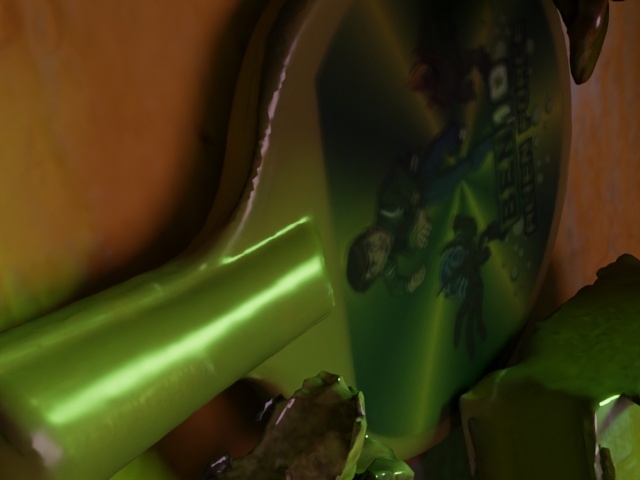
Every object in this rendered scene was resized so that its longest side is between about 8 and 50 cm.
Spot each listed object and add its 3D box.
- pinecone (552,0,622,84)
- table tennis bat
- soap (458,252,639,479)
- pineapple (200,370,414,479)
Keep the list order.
[{"bbox_3d":[0.137,-0.167,0.503,0.201,0.202,0.228,5,65,-13],"label":"pinecone"},{"bbox_3d":[0.000,0.000,0.507,0.321,0.050,0.198,-32,124,-48],"label":"table tennis bat"},{"bbox_3d":[0.138,0.133,0.627,0.135,0.076,0.233,-33,121,-40],"label":"soap"},{"bbox_3d":[0.022,0.135,0.457,0.250,0.140,0.164,8,113,-55],"label":"pineapple"}]
